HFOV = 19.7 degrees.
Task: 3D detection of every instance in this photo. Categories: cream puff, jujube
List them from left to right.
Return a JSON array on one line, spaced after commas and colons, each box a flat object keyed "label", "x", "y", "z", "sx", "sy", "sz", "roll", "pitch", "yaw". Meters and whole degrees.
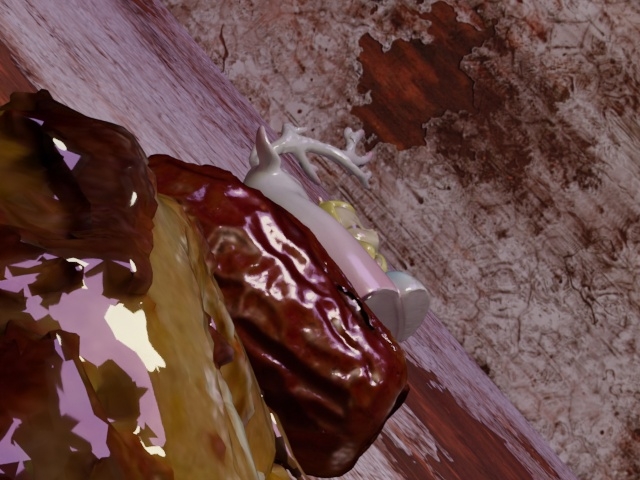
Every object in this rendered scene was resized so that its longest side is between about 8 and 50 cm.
[{"label": "cream puff", "x": -0.121, "y": 0.105, "z": 0.673, "sx": 0.350, "sy": 0.228, "sz": 0.350, "roll": -19, "pitch": 90, "yaw": -88}, {"label": "jujube", "x": -0.070, "y": 0.056, "z": 1.381, "sx": 0.290, "sy": 0.197, "sz": 0.197, "roll": 36, "pitch": 6, "yaw": 6}]

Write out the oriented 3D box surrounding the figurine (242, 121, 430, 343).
[{"label": "figurine", "x": -0.012, "y": 0.008, "z": 2.099, "sx": 0.316, "sy": 0.206, "sz": 0.284, "roll": 56, "pitch": 17, "yaw": 25}]
